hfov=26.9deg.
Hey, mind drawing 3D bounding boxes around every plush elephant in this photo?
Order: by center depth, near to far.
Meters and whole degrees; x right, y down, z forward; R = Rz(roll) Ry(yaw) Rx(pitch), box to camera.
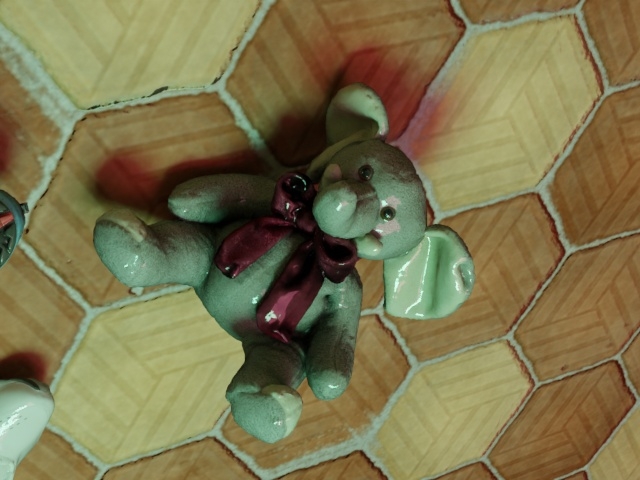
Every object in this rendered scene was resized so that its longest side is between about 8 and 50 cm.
[{"bbox_3d":[0.000,0.000,1.331,0.255,0.272,0.330,-43,169,26],"label":"plush elephant"}]

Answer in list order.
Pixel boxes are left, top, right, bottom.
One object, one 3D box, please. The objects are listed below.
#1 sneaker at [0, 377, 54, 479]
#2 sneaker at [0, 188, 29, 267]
[{"bbox_3d":[-0.368,0.271,1.408,0.111,0.129,0.297,24,110,-43],"label":"sneaker"},{"bbox_3d":[-0.379,0.017,1.187,0.261,0.125,0.104,-13,100,5],"label":"sneaker"}]
